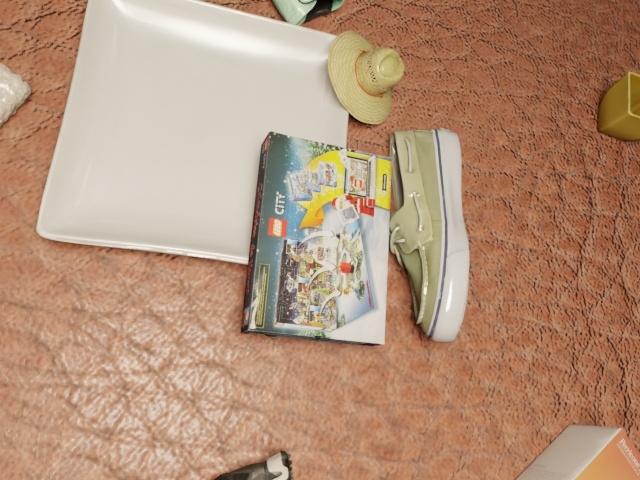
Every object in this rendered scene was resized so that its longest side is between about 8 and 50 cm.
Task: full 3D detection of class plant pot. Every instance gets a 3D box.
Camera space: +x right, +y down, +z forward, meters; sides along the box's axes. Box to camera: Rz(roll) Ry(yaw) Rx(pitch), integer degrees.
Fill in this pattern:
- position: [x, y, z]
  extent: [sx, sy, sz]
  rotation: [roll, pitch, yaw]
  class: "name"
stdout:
- position: [0.504, -0.209, 0.883]
  extent: [0.082, 0.083, 0.081]
  rotation: [15, 71, -12]
  class: "plant pot"

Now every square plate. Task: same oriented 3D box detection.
- position: [-0.133, -0.138, 0.681]
  extent: [0.344, 0.049, 0.346]
  rotation: [9, 72, -15]
  class: "square plate"

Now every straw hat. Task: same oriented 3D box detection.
- position: [0.079, -0.230, 0.734]
  extent: [0.145, 0.061, 0.144]
  rotation: [15, 69, -44]
  class: "straw hat"

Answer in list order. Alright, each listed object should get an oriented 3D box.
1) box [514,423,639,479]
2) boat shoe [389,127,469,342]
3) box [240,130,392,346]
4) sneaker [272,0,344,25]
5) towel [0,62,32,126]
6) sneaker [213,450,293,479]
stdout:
- position: [0.326, 0.333, 0.667]
  extent: [0.171, 0.091, 0.130]
  rotation: [-32, 86, -23]
  class: "box"
- position: [0.134, -0.014, 0.713]
  extent: [0.094, 0.109, 0.302]
  rotation: [4, 64, -1]
  class: "boat shoe"
- position: [0.000, 0.000, 0.635]
  extent: [0.159, 0.044, 0.232]
  rotation: [9, 74, -17]
  class: "box"
- position: [-0.084, -0.368, 0.739]
  extent: [0.256, 0.094, 0.151]
  rotation: [-12, 82, -19]
  class: "sneaker"
- position: [-0.485, -0.189, 0.569]
  extent: [0.282, 0.049, 0.187]
  rotation: [37, 68, -12]
  class: "towel"
- position: [-0.066, 0.323, 0.519]
  extent: [0.106, 0.078, 0.234]
  rotation: [-6, 40, -7]
  class: "sneaker"
